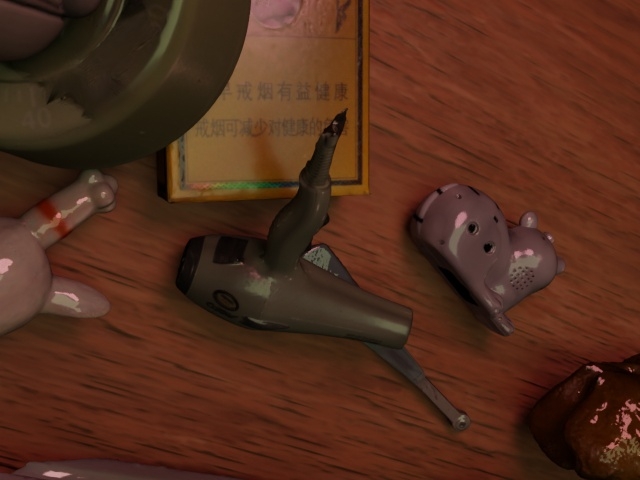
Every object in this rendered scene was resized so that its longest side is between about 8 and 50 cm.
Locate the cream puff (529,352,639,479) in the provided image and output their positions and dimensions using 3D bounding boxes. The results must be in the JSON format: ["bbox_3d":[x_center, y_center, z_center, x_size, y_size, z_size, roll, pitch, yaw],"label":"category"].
[{"bbox_3d":[0.378,0.214,0.881,0.268,0.241,0.155,-6,107,-48],"label":"cream puff"}]

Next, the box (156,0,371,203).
[{"bbox_3d":[-0.054,-0.189,0.732,0.192,0.084,0.302,-3,99,-19],"label":"box"}]

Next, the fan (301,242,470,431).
[{"bbox_3d":[0.068,0.115,0.854,0.057,0.023,0.282,-45,108,-10],"label":"fan"}]

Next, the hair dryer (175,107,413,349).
[{"bbox_3d":[0.021,0.022,0.718,0.229,0.267,0.092,30,48,-25],"label":"hair dryer"}]

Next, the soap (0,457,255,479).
[{"bbox_3d":[-0.102,0.315,0.692,0.445,0.261,0.156,14,93,-22],"label":"soap"}]

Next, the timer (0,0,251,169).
[{"bbox_3d":[-0.214,-0.186,0.513,0.290,0.315,0.291,1,97,6],"label":"timer"}]

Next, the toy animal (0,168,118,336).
[{"bbox_3d":[-0.299,0.038,0.664,0.282,0.138,0.141,-31,117,-37],"label":"toy animal"}]

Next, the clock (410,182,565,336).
[{"bbox_3d":[0.180,0.003,0.844,0.117,0.080,0.176,-45,110,-8],"label":"clock"}]
